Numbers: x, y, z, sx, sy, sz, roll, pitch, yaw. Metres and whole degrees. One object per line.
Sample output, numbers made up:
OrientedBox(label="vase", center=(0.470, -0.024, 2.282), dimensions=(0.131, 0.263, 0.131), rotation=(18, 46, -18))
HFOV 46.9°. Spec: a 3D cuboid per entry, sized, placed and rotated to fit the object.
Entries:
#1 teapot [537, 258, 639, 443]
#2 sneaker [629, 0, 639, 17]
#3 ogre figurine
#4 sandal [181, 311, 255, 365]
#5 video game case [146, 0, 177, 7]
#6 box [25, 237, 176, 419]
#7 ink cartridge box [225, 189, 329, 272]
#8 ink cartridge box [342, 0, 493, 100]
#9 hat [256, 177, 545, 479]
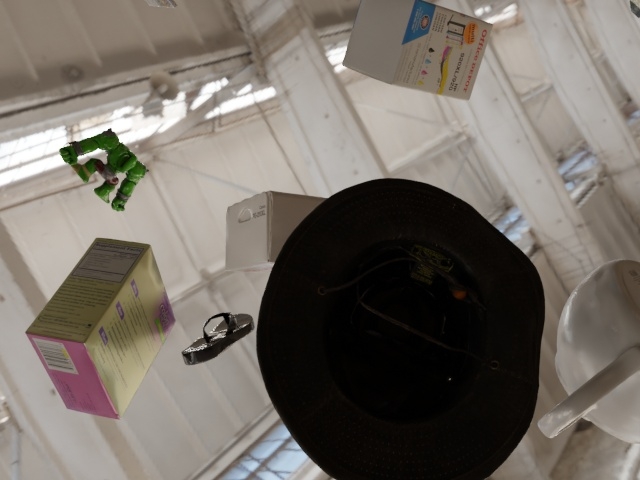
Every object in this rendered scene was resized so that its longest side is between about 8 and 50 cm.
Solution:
OrientedBox(label="teapot", center=(0.384, 0.161, 0.915), dimensions=(0.256, 0.187, 0.252), rotation=(28, -149, -14))
OrientedBox(label="sneaker", center=(0.221, -0.219, 0.444), dimensions=(0.283, 0.122, 0.110), rotation=(40, -130, -6))
OrientedBox(label="ogre figurine", center=(-0.442, -0.153, 1.548), dimensions=(0.197, 0.118, 0.097), rotation=(53, 175, -26))
OrientedBox(label="sandal", center=(-0.199, 0.180, 1.472), dimensions=(0.254, 0.097, 0.054), rotation=(-39, -67, -76))
OrientedBox(label="video game case", center=(-0.386, -0.570, 1.685), dimensions=(0.011, 0.122, 0.087), rotation=(-52, -48, -13))
OrientedBox(label="box", center=(-0.385, 0.155, 1.335), dimensions=(0.243, 0.117, 0.213), rotation=(-66, -23, -44))
OrientedBox(label="ink cartridge box", center=(0.000, 0.000, 1.057), dimensions=(0.237, 0.172, 0.100), rotation=(6, -98, -26))
OrientedBox(label="ink cartridge box", center=(0.201, -0.402, 1.517), dimensions=(0.233, 0.168, 0.171), rotation=(2, -67, -39))
OrientedBox(label="hat", center=(0.077, 0.107, 0.799), dimensions=(0.332, 0.134, 0.331), rotation=(4, -111, -11))
